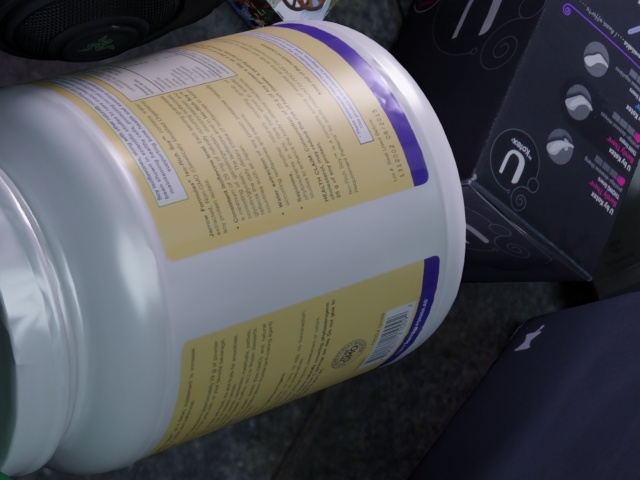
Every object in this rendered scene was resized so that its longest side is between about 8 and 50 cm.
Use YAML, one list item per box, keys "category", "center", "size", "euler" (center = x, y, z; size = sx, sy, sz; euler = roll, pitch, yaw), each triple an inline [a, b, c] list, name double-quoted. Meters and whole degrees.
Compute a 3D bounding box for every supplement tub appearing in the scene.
- category: "supplement tub"
  center: [-0.101, 0.005, 1.201]
  size: [0.331, 0.241, 0.241]
  euler: [-18, 99, -36]

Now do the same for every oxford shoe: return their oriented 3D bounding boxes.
- category: "oxford shoe"
  center: [0.229, -0.017, 1.558]
  size: [0.076, 0.076, 0.212]
  euler: [-14, 110, -4]

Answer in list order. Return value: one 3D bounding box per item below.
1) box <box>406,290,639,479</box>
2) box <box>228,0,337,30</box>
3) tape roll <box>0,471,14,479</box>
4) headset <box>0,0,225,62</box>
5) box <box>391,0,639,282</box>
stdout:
- category: "box"
  center: [0.351, 0.275, 1.330]
  size: [0.472, 0.480, 0.297]
  euler: [47, 62, -12]
- category: "box"
  center: [-0.011, -0.275, 1.404]
  size: [0.159, 0.044, 0.233]
  euler: [49, 61, -26]
- category: "tape roll"
  center: [-0.270, 0.263, 1.064]
  size: [0.321, 0.077, 0.321]
  euler: [-3, 109, -9]
- category: "headset"
  center: [-0.181, -0.213, 1.147]
  size: [0.394, 0.185, 0.243]
  euler: [-40, 86, -23]
- category: "box"
  center: [0.151, -0.117, 1.444]
  size: [0.143, 0.165, 0.270]
  euler: [36, 67, -31]
